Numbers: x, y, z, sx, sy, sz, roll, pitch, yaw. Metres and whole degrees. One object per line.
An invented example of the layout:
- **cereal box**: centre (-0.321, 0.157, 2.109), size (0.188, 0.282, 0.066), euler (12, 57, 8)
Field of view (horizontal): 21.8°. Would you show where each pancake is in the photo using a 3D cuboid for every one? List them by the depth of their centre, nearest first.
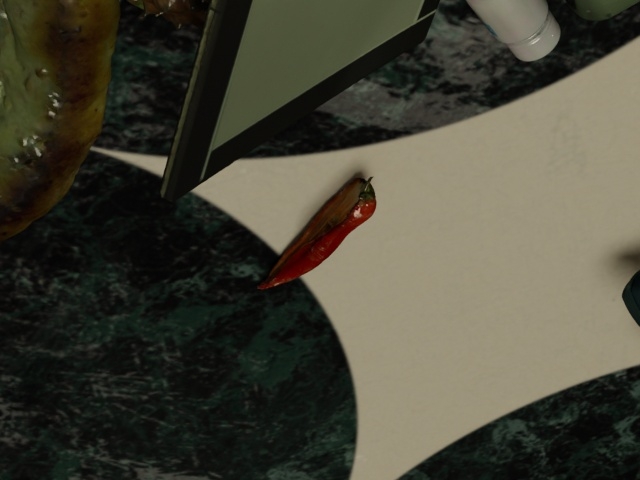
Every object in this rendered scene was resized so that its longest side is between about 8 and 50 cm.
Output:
- **pancake**: centre (-0.308, -0.104, 1.254), size (0.426, 0.067, 0.305), euler (-31, 134, 26)

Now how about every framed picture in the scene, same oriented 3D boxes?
- **framed picture**: centre (0.022, -0.191, 1.172), size (0.347, 0.016, 0.265), euler (-37, 154, -45)

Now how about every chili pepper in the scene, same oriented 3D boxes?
- **chili pepper**: centre (0.000, 0.000, 1.493), size (0.027, 0.045, 0.178), euler (29, 126, -26)

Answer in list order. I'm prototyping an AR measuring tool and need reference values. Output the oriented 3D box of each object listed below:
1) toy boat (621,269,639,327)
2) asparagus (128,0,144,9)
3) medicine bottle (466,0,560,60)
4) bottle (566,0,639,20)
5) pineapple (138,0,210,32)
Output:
- **toy boat**: centre (0.408, 0.091, 1.652), size (0.296, 0.114, 0.122), euler (19, 145, -30)
- **asparagus**: centre (-0.225, -0.223, 1.223), size (0.248, 0.025, 0.024), euler (20, 168, -31)
- **medicine bottle**: centre (0.155, -0.188, 1.346), size (0.052, 0.052, 0.089), euler (-32, 133, 15)
- **bottle**: centre (0.303, -0.306, 1.202), size (0.347, 0.168, 0.168), euler (-29, 134, 5)
- **pineapple**: centre (-0.076, -0.219, 1.149), size (0.166, 0.193, 0.166), euler (-3, 130, -3)
